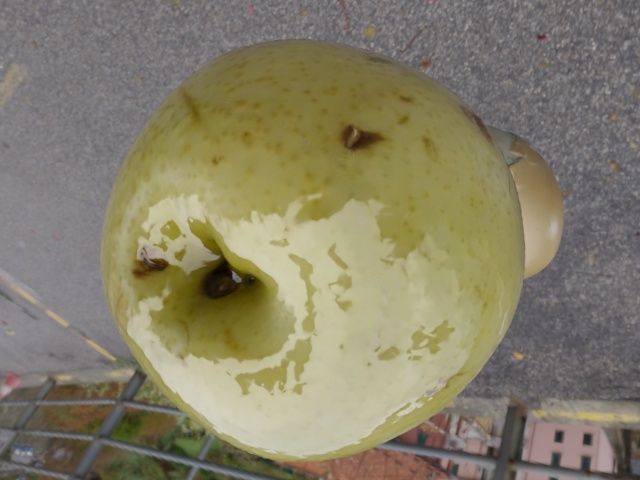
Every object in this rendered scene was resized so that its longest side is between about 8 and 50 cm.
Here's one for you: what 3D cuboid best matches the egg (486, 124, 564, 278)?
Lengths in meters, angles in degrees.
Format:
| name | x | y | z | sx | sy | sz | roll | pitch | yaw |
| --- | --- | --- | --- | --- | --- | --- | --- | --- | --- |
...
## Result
| name | x | y | z | sx | sy | sz | roll | pitch | yaw |
| --- | --- | --- | --- | --- | --- | --- | --- | --- | --- |
| egg | 0.211 | -0.044 | 0.796 | 0.244 | 0.201 | 0.201 | 39 | 142 | -17 |

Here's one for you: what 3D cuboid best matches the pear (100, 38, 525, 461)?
| name | x | y | z | sx | sy | sz | roll | pitch | yaw |
| --- | --- | --- | --- | --- | --- | --- | --- | --- | --- |
| pear | 0.000 | 0.000 | 0.459 | 0.309 | 0.309 | 0.309 | 17 | 143 | 13 |
